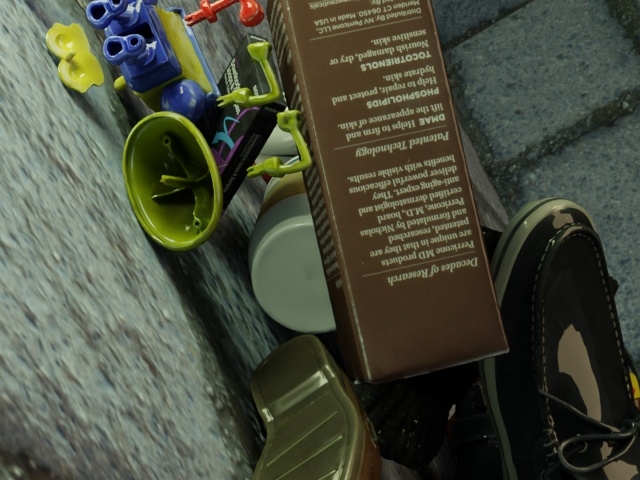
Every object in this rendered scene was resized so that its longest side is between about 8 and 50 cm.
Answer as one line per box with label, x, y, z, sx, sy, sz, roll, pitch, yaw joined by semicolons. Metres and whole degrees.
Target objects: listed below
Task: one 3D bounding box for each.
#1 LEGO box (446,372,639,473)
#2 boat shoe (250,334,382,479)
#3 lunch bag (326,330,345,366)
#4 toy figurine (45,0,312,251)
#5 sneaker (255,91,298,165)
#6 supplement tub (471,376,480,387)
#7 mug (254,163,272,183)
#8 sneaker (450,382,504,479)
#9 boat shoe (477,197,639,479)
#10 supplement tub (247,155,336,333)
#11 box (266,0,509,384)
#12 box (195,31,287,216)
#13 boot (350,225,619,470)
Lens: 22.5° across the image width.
LEGO box;0.440;0.366;2.036;0.500;0.193;0.372;21;29;-23
boat shoe;0.010;0.191;1.386;0.104;0.110;0.307;54;14;-22
lunch bag;0.064;0.052;1.922;0.243;0.115;0.303;44;23;-53
toy figurine;-0.123;-0.166;1.530;0.363;0.191;0.217;64;8;12
sneaker;-0.026;-0.136;1.823;0.235;0.095;0.090;7;42;-22
supplement tub;0.339;0.240;2.413;0.272;0.191;0.191;62;12;8
mug;0.005;-0.130;1.973;0.150;0.169;0.113;54;13;-30
sneaker;0.221;0.232;1.835;0.086;0.226;0.163;19;65;-25
boat shoe;0.267;0.205;1.611;0.186;0.156;0.500;-7;96;-41
supplement tub;0.000;0.000;1.693;0.144;0.144;0.200;56;17;-17
box;0.056;-0.065;1.480;0.191;0.143;0.381;140;-61;-84
box;-0.089;-0.110;1.591;0.029;0.162;0.116;17;34;-27
boot;0.163;0.118;1.720;0.348;0.260;0.131;16;5;-45
